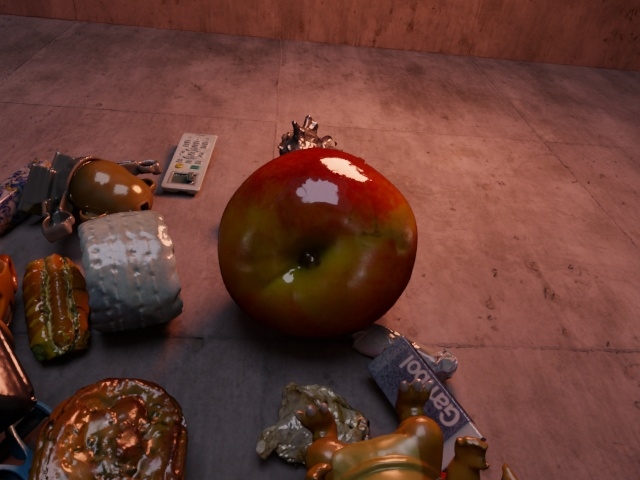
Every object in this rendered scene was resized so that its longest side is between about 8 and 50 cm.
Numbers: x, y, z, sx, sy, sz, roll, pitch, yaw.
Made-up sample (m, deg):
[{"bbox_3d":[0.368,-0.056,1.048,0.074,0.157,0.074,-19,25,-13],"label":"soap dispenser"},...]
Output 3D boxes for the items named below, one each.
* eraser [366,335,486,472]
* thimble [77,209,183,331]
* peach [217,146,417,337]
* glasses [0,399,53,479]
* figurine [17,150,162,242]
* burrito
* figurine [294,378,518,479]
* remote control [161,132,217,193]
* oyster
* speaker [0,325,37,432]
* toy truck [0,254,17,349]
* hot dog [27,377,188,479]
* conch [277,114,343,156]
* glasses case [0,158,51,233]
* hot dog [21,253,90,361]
[{"bbox_3d":[0.172,0.270,0.833,0.092,0.046,0.213,-41,51,4],"label":"eraser"},{"bbox_3d":[-0.355,0.050,0.939,0.171,0.205,0.250,-9,42,-21],"label":"thimble"},{"bbox_3d":[0.000,0.000,0.959,0.387,0.389,0.389,5,37,-3],"label":"peach"},{"bbox_3d":[-0.466,0.314,0.649,0.206,0.103,0.239,-8,22,-9],"label":"glasses"},{"bbox_3d":[-0.523,-0.110,1.155,0.284,0.167,0.343,11,57,19],"label":"figurine"},{"bbox_3d":[0.159,0.210,0.940,0.202,0.064,0.064,17,38,17],"label":"burrito"},{"bbox_3d":[0.117,0.368,0.558,0.400,0.268,0.387,2,36,-12],"label":"figurine"},{"bbox_3d":[-0.370,-0.226,1.425,0.103,0.051,0.294,5,41,-2],"label":"remote control"},{"bbox_3d":[-0.011,0.296,0.785,0.191,0.081,0.163,-27,53,-32],"label":"oyster"},{"bbox_3d":[-0.568,0.235,0.566,0.388,0.184,0.180,-37,75,-5],"label":"speaker"},{"bbox_3d":[-0.619,0.099,0.800,0.204,0.288,0.212,-12,66,-24],"label":"toy truck"},{"bbox_3d":[-0.287,0.313,0.680,0.195,0.122,0.272,8,34,-16],"label":"hot dog"},{"bbox_3d":[-0.010,-0.224,1.391,0.240,0.186,0.313,30,16,-13],"label":"conch"},{"bbox_3d":[-0.721,-0.109,1.185,0.065,0.087,0.248,4,35,3],"label":"glasses case"},{"bbox_3d":[-0.500,0.119,0.941,0.115,0.072,0.269,-9,39,-32],"label":"hot dog"}]
